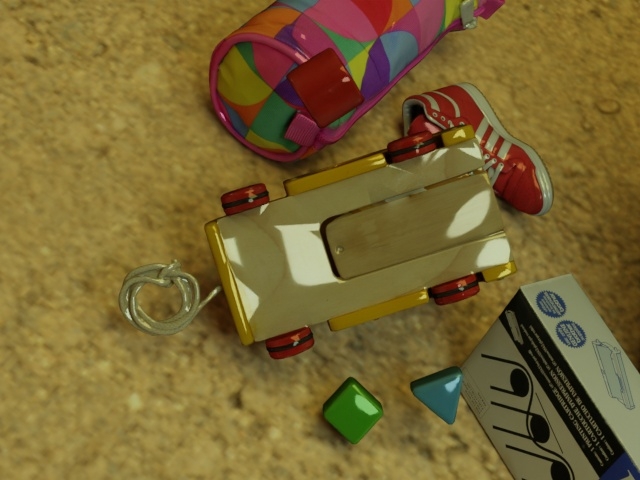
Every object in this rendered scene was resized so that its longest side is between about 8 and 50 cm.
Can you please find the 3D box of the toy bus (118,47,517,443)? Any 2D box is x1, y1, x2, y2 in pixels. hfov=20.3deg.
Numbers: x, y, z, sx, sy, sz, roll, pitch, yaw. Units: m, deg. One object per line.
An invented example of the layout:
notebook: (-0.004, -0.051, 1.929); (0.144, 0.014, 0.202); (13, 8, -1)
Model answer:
toy bus: (0.013, 0.002, 1.048); (0.202, 0.191, 0.104); (28, 3, -3)

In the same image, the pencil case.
pencil case: (0.028, -0.141, 1.184); (0.104, 0.104, 0.236); (40, 48, 10)

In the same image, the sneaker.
sneaker: (0.099, -0.057, 1.182); (0.067, 0.042, 0.118); (-11, 51, -37)

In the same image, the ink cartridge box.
ink cartridge box: (0.161, 0.130, 1.017); (0.046, 0.097, 0.207); (-14, 59, -34)
